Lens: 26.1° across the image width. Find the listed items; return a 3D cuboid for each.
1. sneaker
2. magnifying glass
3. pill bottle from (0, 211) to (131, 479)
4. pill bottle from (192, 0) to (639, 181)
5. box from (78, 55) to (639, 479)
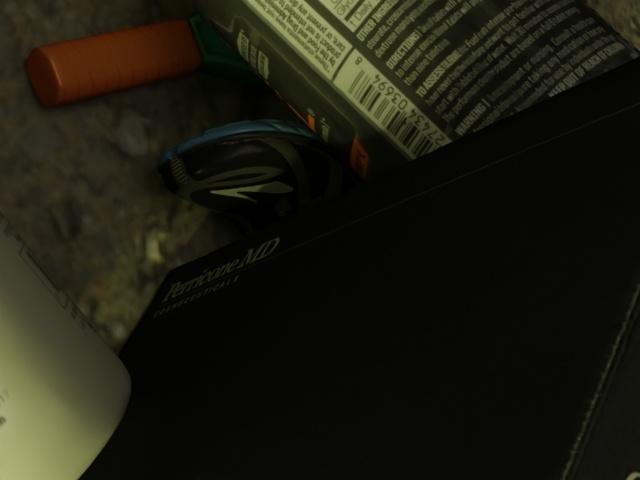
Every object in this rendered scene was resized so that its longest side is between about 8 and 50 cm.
[{"bbox_3d":[0.000,0.000,0.699,0.188,0.067,0.078,32,51,-33],"label":"sneaker"},{"bbox_3d":[-0.051,-0.106,0.719,0.231,0.026,0.092,-21,91,-42],"label":"magnifying glass"},{"bbox_3d":[-0.185,0.007,0.493,0.229,0.131,0.131,54,49,-14],"label":"pill bottle"},{"bbox_3d":[0.026,-0.114,0.656,0.246,0.130,0.130,46,46,15],"label":"pill bottle"},{"bbox_3d":[0.024,0.134,0.489,0.179,0.343,0.312,44,53,-20],"label":"box"}]
